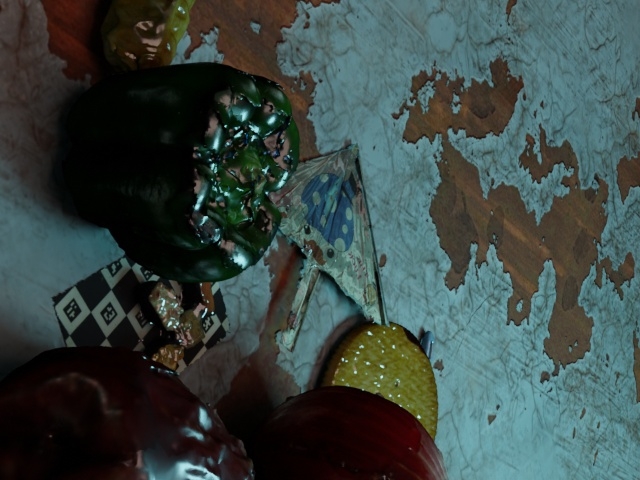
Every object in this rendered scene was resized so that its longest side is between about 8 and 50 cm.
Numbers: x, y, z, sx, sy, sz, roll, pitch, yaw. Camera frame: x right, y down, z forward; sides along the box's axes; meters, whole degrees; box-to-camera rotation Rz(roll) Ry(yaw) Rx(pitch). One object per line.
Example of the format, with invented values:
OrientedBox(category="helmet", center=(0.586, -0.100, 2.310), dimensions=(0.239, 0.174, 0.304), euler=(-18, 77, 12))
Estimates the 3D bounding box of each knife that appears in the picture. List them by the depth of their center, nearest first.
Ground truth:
OrientedBox(category="knife", center=(0.159, 0.306, 2.104), dimensions=(0.044, 0.019, 0.313), euler=(26, 72, -53))

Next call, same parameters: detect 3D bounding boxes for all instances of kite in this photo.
OrientedBox(category="kite", center=(-0.001, 0.000, 1.864), dimensions=(0.406, 0.014, 0.368), euler=(45, 52, -38))

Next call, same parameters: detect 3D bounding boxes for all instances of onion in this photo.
OrientedBox(category="onion", center=(0.031, 0.351, 1.690), dimensions=(0.341, 0.341, 0.341), euler=(-2, 93, -53))

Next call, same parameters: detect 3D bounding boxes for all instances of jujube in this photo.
OrientedBox(category="jujube", center=(-0.215, 0.257, 1.409), dimensions=(0.376, 0.258, 0.258), euler=(33, 65, -50))

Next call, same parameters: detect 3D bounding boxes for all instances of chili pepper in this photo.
OrientedBox(category="chili pepper", center=(-0.165, -0.093, 1.463), dimensions=(0.233, 0.256, 0.249), euler=(44, 58, -50))

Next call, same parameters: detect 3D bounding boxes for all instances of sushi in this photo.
OrientedBox(category="sushi", center=(-0.201, 0.104, 1.591), dimensions=(0.279, 0.043, 0.193), euler=(-35, 118, -47))

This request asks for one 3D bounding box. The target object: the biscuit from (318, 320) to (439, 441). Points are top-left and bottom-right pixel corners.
OrientedBox(category="biscuit", center=(0.090, 0.276, 1.982), dimensions=(0.305, 0.038, 0.305), euler=(4, 85, -50))

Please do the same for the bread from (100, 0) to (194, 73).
OrientedBox(category="bread", center=(-0.198, -0.322, 1.544), dimensions=(0.098, 0.087, 0.269), euler=(57, 45, -65))
